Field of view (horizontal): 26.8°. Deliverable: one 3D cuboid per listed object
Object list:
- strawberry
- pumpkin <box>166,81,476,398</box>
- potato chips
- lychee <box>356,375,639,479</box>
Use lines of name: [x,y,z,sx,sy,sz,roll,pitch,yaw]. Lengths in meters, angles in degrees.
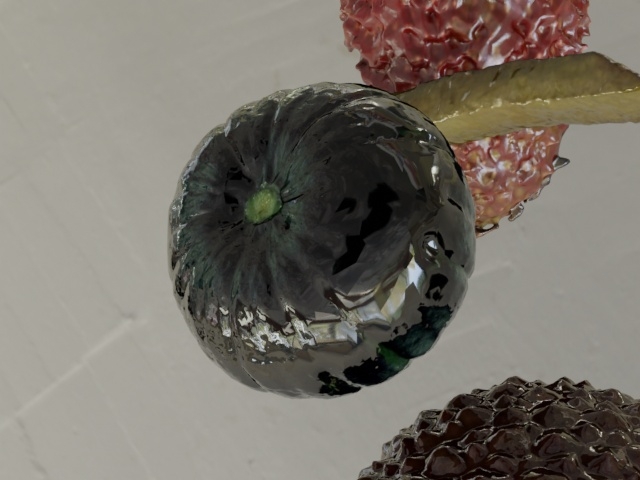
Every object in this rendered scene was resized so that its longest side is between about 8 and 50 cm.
strawberry: [0.147,-0.164,1.188,0.233,0.138,0.306,-15,-95,-1]
pumpkin: [0.000,0.000,0.814,0.202,0.140,0.202,-15,-118,29]
potato chips: [0.098,-0.096,1.092,0.407,0.057,0.080,-11,-130,38]
lychee: [0.148,0.216,0.852,0.300,0.264,0.264,2,-132,-2]
